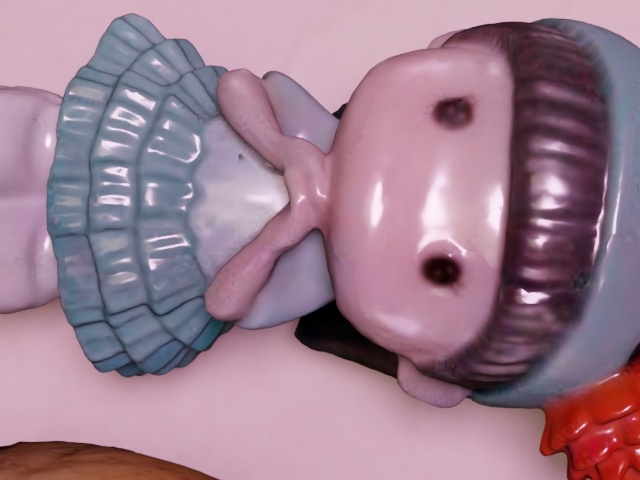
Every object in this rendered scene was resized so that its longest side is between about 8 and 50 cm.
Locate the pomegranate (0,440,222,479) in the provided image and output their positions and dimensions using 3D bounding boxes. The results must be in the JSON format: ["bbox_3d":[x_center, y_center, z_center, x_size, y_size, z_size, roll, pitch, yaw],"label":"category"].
[{"bbox_3d":[-0.055,0.199,0.472,0.322,0.322,0.322,-1,87,15],"label":"pomegranate"}]

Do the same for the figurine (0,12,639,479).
[{"bbox_3d":[0.000,0.000,0.578,0.245,0.110,0.138,3,98,18],"label":"figurine"}]
